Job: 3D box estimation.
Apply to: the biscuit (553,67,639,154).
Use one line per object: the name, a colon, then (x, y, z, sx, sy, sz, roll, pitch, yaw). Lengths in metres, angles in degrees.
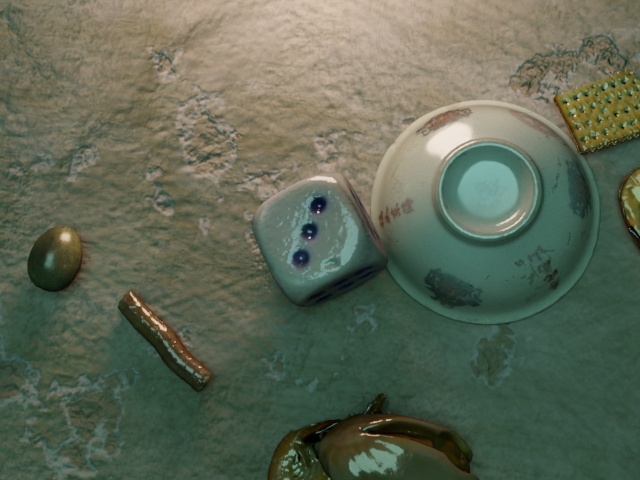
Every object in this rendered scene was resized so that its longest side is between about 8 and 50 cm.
biscuit: (0.550, -0.246, 1.814, 0.203, 0.016, 0.144, -20, 71, -5)

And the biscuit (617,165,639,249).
biscuit: (0.657, -0.041, 1.772, 0.203, 0.041, 0.260, -18, 80, 1)

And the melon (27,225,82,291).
melon: (-0.510, 0.035, 1.868, 0.098, 0.098, 0.131, 12, 76, 9)

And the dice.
dice: (0.000, 0.000, 1.757, 0.193, 0.194, 0.192, -26, 78, 6)

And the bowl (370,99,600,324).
bowl: (0.296, -0.072, 1.739, 0.434, 0.196, 0.435, -1, 80, 7)

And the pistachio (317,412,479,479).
pistachio: (0.133, 0.393, 1.672, 0.288, 0.197, 0.166, 19, 39, -14)

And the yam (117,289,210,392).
yam: (-0.296, 0.191, 1.842, 0.057, 0.057, 0.241, -45, 77, -2)

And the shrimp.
shrimp: (0.009, 0.379, 1.773, 0.152, 0.063, 0.287, 35, 88, 22)
